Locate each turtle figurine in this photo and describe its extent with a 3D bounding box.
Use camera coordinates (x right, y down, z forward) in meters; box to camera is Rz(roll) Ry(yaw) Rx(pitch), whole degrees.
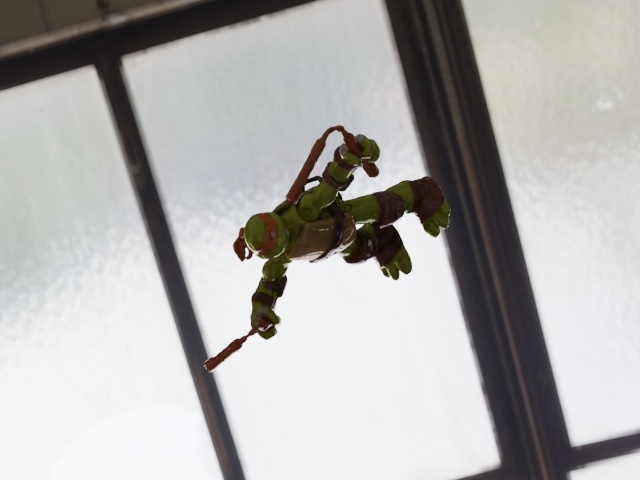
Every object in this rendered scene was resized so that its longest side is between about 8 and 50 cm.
[{"bbox_3d":[0.000,0.000,1.222,0.217,0.269,0.087,-3,-141,-44],"label":"turtle figurine"}]
